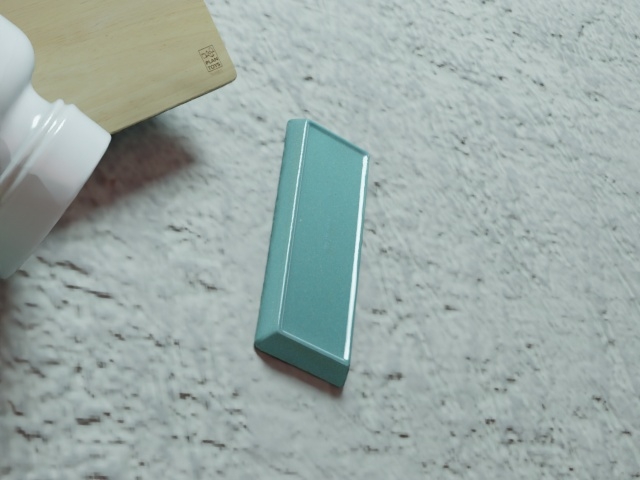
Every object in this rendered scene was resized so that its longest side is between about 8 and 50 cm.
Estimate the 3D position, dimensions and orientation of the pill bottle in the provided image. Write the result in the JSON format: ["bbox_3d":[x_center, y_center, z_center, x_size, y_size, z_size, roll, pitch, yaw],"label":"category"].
[{"bbox_3d":[-0.217,-0.080,0.599,0.221,0.124,0.124,37,43,-16],"label":"pill bottle"}]

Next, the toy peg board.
[{"bbox_3d":[-0.156,-0.136,0.743,0.161,0.079,0.160,-32,100,-48],"label":"toy peg board"}]

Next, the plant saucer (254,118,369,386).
[{"bbox_3d":[0.000,0.000,0.810,0.067,0.018,0.192,27,47,-23],"label":"plant saucer"}]
